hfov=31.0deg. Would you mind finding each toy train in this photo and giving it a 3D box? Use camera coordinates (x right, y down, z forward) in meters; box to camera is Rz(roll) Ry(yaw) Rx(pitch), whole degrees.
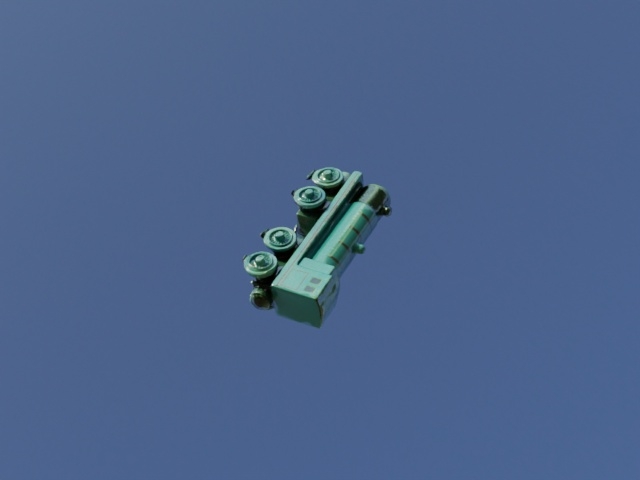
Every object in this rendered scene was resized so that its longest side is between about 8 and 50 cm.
[{"bbox_3d":[0.000,0.000,0.524,0.045,0.092,0.029,17,-42,23],"label":"toy train"}]
